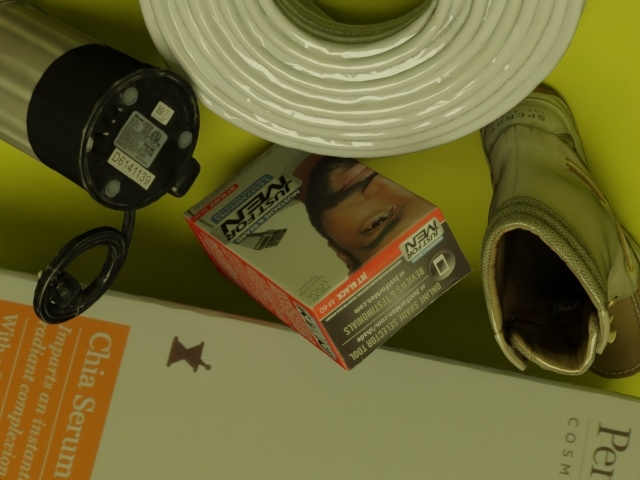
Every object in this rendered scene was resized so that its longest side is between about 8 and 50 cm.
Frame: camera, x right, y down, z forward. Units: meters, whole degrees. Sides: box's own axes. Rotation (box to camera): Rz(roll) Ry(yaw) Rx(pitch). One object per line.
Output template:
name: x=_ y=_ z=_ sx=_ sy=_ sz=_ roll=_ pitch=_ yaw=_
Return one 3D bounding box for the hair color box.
hair color box: x=0.000 y=0.000 z=0.978 sx=0.093 sy=0.167 sz=0.053 roll=-39 pitch=124 yaw=-13

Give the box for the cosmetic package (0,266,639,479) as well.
cosmetic package: x=-0.043 y=0.173 z=1.024 sx=0.453 sy=0.230 sz=0.161 roll=10 pitch=164 yaw=7

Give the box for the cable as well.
cable: x=0.023 y=-0.160 z=0.935 sx=0.257 sy=0.089 sz=0.257 roll=19 pitch=123 yaw=-7

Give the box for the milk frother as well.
milk frother: x=-0.155 y=-0.044 z=0.976 sx=0.135 sy=0.143 sz=0.129 roll=28 pitch=156 yaw=39

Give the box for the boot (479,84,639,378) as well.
boot: x=0.148 y=0.033 z=1.004 sx=0.077 sy=0.165 sz=0.213 roll=-18 pitch=119 yaw=17
